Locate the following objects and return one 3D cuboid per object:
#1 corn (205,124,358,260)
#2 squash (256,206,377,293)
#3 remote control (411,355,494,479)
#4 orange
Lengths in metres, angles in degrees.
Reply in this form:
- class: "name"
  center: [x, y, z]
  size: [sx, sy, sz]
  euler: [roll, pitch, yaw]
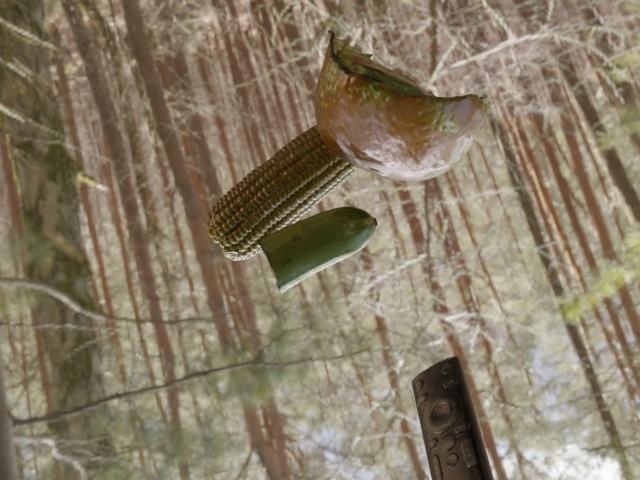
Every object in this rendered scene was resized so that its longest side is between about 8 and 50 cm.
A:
- class: "corn"
  center: [-0.057, -0.101, 1.446]
  size: [0.344, 0.131, 0.131]
  euler: [-40, 159, 2]
- class: "squash"
  center: [0.000, 0.000, 1.261]
  size: [0.188, 0.095, 0.095]
  euler: [-26, 163, -4]
- class: "remote control"
  center: [0.221, 0.354, 1.288]
  size: [0.107, 0.378, 0.044]
  euler: [-32, 126, 20]
- class: "orange"
  center: [0.118, -0.194, 1.241]
  size: [0.262, 0.196, 0.334]
  euler: [10, 180, -3]
